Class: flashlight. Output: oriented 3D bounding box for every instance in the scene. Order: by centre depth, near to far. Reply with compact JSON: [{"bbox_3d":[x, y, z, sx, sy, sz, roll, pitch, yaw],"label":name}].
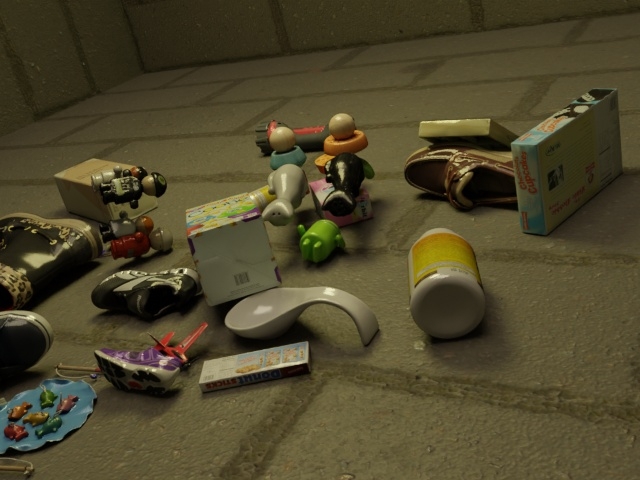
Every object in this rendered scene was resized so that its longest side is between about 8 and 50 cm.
[{"bbox_3d":[-0.044,-0.321,2.222,0.304,0.103,0.103,-4,23,25],"label":"flashlight"}]

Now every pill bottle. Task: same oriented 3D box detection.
[{"bbox_3d":[0.203,0.060,1.227,0.117,0.117,0.215,-10,25,10],"label":"pill bottle"},{"bbox_3d":[-0.149,-0.092,1.818,0.116,0.065,0.065,-26,26,-26],"label":"pill bottle"}]

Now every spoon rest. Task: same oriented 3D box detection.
[{"bbox_3d":[-0.040,0.121,1.270,0.276,0.084,0.137,1,28,28],"label":"spoon rest"}]

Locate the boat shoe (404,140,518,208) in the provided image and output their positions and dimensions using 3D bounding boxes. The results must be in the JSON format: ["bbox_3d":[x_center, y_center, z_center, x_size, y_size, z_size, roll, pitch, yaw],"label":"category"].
[{"bbox_3d":[0.318,-0.132,1.592,0.342,0.123,0.123,11,32,33],"label":"boat shoe"}]

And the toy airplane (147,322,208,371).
[{"bbox_3d":[-0.263,0.194,1.293,0.151,0.028,0.151,-19,35,14],"label":"toy airplane"}]

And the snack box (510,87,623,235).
[{"bbox_3d":[0.496,-0.162,1.472,0.322,0.187,0.060,-32,29,-36],"label":"snack box"}]

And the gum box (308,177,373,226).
[{"bbox_3d":[0.044,-0.097,1.726,0.107,0.062,0.188,-16,24,-5],"label":"gum box"}]

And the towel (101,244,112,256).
[{"bbox_3d":[-0.538,0.025,1.841,0.083,0.009,0.060,-11,25,5],"label":"towel"}]

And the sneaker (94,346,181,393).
[{"bbox_3d":[-0.302,0.209,1.237,0.170,0.068,0.071,8,36,26],"label":"sneaker"}]

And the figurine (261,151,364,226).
[{"bbox_3d":[-0.018,-0.097,1.574,0.215,0.092,0.209,-10,26,11],"label":"figurine"}]

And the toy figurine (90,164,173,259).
[{"bbox_3d":[-0.446,-0.073,1.766,0.148,0.213,0.209,-14,19,-23],"label":"toy figurine"}]

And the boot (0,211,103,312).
[{"bbox_3d":[-0.735,0.057,1.737,0.377,0.138,0.284,3,29,25],"label":"boot"}]

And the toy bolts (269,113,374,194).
[{"bbox_3d":[-0.012,-0.215,1.740,0.229,0.158,0.218,-16,23,-4],"label":"toy bolts"}]

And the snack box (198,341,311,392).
[{"bbox_3d":[-0.104,0.203,1.198,0.178,0.022,0.064,-12,23,5],"label":"snack box"}]

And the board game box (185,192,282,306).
[{"bbox_3d":[-0.179,0.008,1.467,0.144,0.142,0.275,-17,14,-7],"label":"board game box"}]

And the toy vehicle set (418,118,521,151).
[{"bbox_3d":[0.362,-0.229,1.707,0.166,0.035,0.267,4,-4,36],"label":"toy vehicle set"}]

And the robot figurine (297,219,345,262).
[{"bbox_3d":[0.000,0.000,1.531,0.101,0.067,0.115,12,31,20],"label":"robot figurine"}]

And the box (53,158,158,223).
[{"bbox_3d":[-0.614,-0.141,2.109,0.311,0.121,0.148,13,36,45],"label":"box"}]

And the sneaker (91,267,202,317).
[{"bbox_3d":[-0.357,0.109,1.474,0.234,0.078,0.106,-7,22,10],"label":"sneaker"}]

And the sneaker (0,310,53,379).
[{"bbox_3d":[-0.638,0.224,1.322,0.321,0.126,0.127,-17,22,7],"label":"sneaker"}]

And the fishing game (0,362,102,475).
[{"bbox_3d":[-0.462,0.276,1.214,0.189,0.041,0.264,0,27,22],"label":"fishing game"}]
